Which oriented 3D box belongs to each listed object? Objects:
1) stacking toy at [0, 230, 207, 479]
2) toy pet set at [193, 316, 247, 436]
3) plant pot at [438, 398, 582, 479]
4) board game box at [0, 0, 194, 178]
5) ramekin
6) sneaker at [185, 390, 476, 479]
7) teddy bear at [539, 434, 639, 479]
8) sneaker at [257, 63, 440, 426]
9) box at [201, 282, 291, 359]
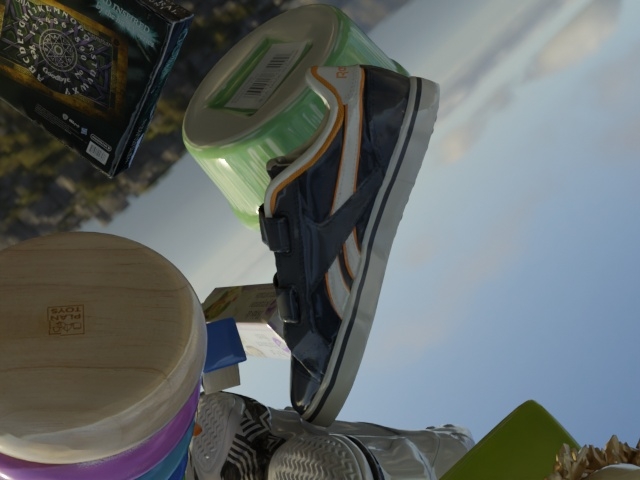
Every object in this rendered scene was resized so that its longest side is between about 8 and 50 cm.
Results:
[{"bbox_3d":[-0.139,0.150,0.761,0.141,0.141,0.330,-44,154,-35],"label":"stacking toy"},{"bbox_3d":[-0.126,0.114,1.141,0.114,0.065,0.122,-15,-146,-17],"label":"toy pet set"},{"bbox_3d":[0.128,0.267,0.774,0.228,0.207,0.227,-42,156,-8],"label":"plant pot"},{"bbox_3d":[-0.179,-0.141,0.799,0.026,0.186,0.126,-44,167,-54],"label":"board game box"},{"bbox_3d":[-0.038,-0.171,1.672,0.303,0.148,0.303,-29,-146,22],"label":"ramekin"},{"bbox_3d":[0.012,0.225,1.183,0.366,0.210,0.137,6,-92,61],"label":"sneaker"},{"bbox_3d":[0.154,0.236,0.486,0.113,0.337,0.245,-21,-179,17],"label":"teddy bear"},{"bbox_3d":[0.000,0.000,1.113,0.126,0.128,0.321,-116,-139,-80],"label":"sneaker"},{"bbox_3d":[-0.074,0.093,1.473,0.063,0.067,0.324,-51,-165,-16],"label":"box"}]
